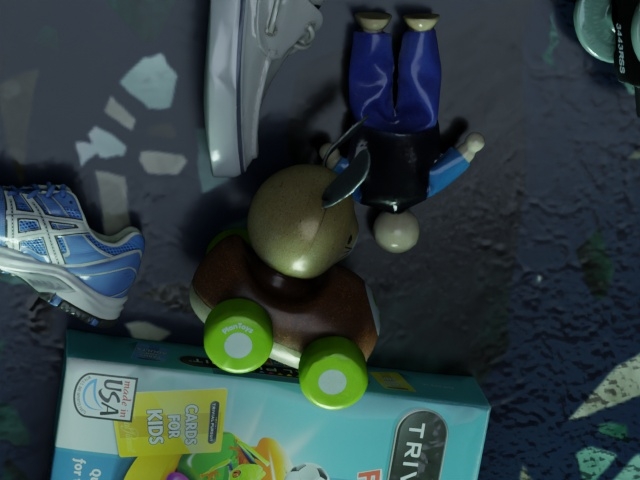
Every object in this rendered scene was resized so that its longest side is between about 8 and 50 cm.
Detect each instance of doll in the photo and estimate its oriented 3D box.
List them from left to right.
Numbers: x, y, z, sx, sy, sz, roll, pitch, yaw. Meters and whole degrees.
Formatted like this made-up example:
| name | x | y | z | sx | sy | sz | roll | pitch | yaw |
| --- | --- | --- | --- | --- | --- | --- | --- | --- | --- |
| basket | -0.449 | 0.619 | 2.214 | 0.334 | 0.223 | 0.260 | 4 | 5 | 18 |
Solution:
| name | x | y | z | sx | sy | sz | roll | pitch | yaw |
| --- | --- | --- | --- | --- | --- | --- | --- | --- | --- |
| doll | 0.063 | -0.081 | 1.545 | 0.129 | 0.046 | 0.189 | 0 | 105 | -4 |

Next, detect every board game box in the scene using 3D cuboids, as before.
| name | x | y | z | sx | sy | sz | roll | pitch | yaw |
| --- | --- | --- | --- | --- | --- | --- | --- | --- | --- |
| board game box | -0.053 | 0.220 | 1.592 | 0.336 | 0.079 | 0.254 | 7 | 104 | -9 |

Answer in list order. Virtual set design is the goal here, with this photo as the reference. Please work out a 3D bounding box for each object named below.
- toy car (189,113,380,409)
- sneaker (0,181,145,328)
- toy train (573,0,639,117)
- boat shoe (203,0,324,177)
| name | x | y | z | sx | sy | sz | roll | pitch | yaw |
| --- | --- | --- | --- | --- | --- | --- | --- | --- | --- |
| toy car | 0.000 | 0.000 | 1.485 | 0.149 | 0.155 | 0.188 | 22 | 111 | -13 |
| sneaker | -0.230 | -0.016 | 1.514 | 0.211 | 0.080 | 0.081 | 31 | 92 | -24 |
| toy train | 0.288 | -0.258 | 1.490 | 0.190 | 0.142 | 0.334 | -11 | 104 | -17 |
| boat shoe | -0.039 | -0.177 | 1.486 | 0.088 | 0.096 | 0.268 | 4 | 96 | -4 |
